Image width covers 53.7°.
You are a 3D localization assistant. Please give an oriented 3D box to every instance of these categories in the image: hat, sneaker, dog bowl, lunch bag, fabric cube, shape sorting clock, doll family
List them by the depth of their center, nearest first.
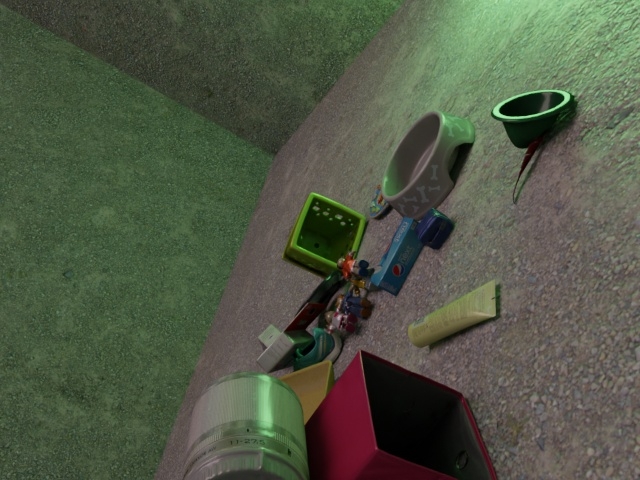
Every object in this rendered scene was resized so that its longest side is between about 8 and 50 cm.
[{"bbox_3d":[0.123,0.411,1.163,0.258,0.259,0.254,-57,18,22],"label":"fabric cube"},{"bbox_3d":[0.489,-0.227,1.468,0.208,0.184,0.173,-21,27,-5],"label":"hat"},{"bbox_3d":[0.294,-0.026,1.650,0.098,0.067,0.065,-58,17,18],"label":"lunch bag"},{"bbox_3d":[0.305,-0.232,1.882,0.349,0.102,0.349,-54,18,27],"label":"dog bowl"},{"bbox_3d":[0.100,0.163,1.897,0.163,0.118,0.263,9,85,61],"label":"doll family"},{"bbox_3d":[-0.043,0.378,1.949,0.275,0.110,0.107,-58,18,17],"label":"sneaker"},{"bbox_3d":[0.220,-0.168,2.134,0.206,0.040,0.206,-53,19,28],"label":"shape sorting clock"}]

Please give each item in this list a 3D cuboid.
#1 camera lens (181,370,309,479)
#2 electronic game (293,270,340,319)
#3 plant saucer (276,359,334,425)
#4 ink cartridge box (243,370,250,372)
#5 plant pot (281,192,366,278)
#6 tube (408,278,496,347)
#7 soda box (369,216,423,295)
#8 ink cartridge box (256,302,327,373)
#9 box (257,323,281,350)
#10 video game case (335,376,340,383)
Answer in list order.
[{"bbox_3d":[-0.133,0.389,1.138,0.219,0.219,0.274,-57,17,17],"label":"camera lens"},{"bbox_3d":[-0.011,0.191,2.098,0.229,0.048,0.229,-47,-12,-13],"label":"electronic game"},{"bbox_3d":[-0.088,0.528,1.747,0.332,0.081,0.333,-28,36,36],"label":"plant saucer"},{"bbox_3d":[-0.232,0.528,2.194,0.212,0.154,0.093,-32,34,60],"label":"ink cartridge box"},{"bbox_3d":[0.000,0.000,2.226,0.207,0.228,0.227,-44,24,64],"label":"plant pot"},{"bbox_3d":[0.293,0.171,1.386,0.240,0.062,0.070,-39,72,43],"label":"tube"},{"bbox_3d":[0.222,0.043,1.760,0.210,0.067,0.071,-61,17,2],"label":"soda box"},{"bbox_3d":[-0.067,0.305,2.001,0.239,0.060,0.275,-47,-14,5],"label":"ink cartridge box"},{"bbox_3d":[-0.156,0.359,2.140,0.067,0.063,0.324,-44,-14,-15],"label":"box"},{"bbox_3d":[0.024,0.477,1.763,0.119,0.015,0.166,-52,19,31],"label":"video game case"}]
